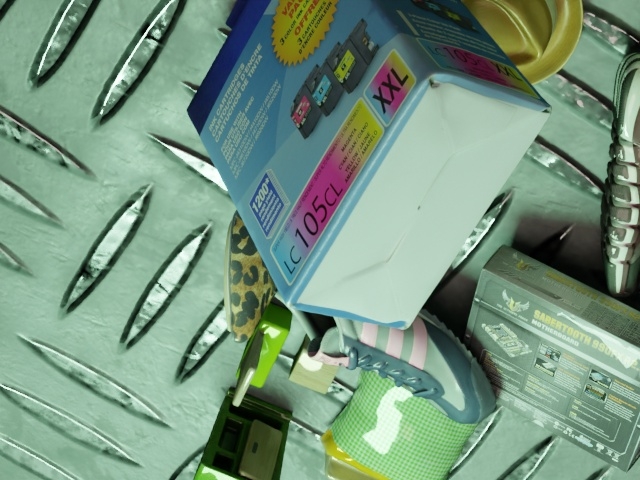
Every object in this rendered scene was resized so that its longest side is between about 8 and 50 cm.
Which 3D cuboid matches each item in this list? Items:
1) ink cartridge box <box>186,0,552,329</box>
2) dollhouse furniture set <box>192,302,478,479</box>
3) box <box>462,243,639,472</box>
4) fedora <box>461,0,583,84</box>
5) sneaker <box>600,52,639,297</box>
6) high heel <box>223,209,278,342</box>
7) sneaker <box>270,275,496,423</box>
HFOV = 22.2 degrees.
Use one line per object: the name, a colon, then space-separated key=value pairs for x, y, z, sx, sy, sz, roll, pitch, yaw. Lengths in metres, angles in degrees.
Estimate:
ink cartridge box: x=0.020 y=-0.141 z=1.591 sx=0.151 sy=0.395 sz=0.270 roll=16 pitch=118 yaw=-32
dollhouse furniture set: x=0.032 y=0.232 z=1.922 sx=0.301 sy=0.151 sz=0.197 roll=23 pitch=122 yaw=-6
box: x=0.272 y=0.132 z=1.816 sx=0.231 sy=0.056 sz=0.183 roll=27 pitch=134 yaw=20
fedora: x=0.173 y=-0.223 z=1.665 sx=0.194 sy=0.079 sz=0.194 roll=4 pitch=122 yaw=6
sneaker: x=0.385 y=-0.059 z=1.721 sx=0.162 sy=0.106 sz=0.281 roll=3 pitch=121 yaw=4
high heel: x=0.000 y=0.000 z=1.730 sx=0.186 sy=0.261 sz=0.093 roll=5 pitch=148 yaw=9
sneaker: x=0.054 y=0.117 z=1.831 sx=0.319 sy=0.131 sz=0.112 roll=43 pitch=150 yaw=-4
